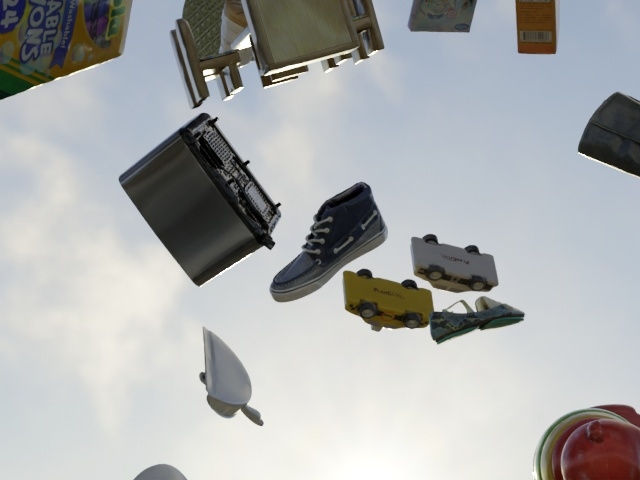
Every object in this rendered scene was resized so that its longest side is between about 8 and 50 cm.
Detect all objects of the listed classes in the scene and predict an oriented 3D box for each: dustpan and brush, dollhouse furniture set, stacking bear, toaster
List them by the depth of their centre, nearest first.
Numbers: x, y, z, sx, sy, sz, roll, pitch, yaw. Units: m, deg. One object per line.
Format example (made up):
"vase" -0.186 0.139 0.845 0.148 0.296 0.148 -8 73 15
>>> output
"dollhouse furniture set" -0.051 -0.257 1.552 0.212 0.161 0.242 -17 2 -12
"toaster" -0.134 -0.048 1.679 0.110 0.168 0.186 -36 7 11
"stacking bear" 0.363 0.293 1.877 0.164 0.175 0.289 -3 -11 5
"dustpan and brush" -0.146 0.254 2.414 0.060 0.147 0.211 -32 -48 24

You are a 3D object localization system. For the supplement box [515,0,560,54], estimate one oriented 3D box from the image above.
"supplement box" 0.393 -0.445 2.610 0.080 0.078 0.233 5 -38 12

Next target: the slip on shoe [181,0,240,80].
"slip on shoe" -0.135 -0.391 2.177 0.123 0.331 0.101 27 38 27

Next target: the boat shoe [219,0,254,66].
"boat shoe" -0.071 -0.299 2.025 0.098 0.096 0.277 31 26 16

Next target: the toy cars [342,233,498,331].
"toy cars" 0.187 0.094 2.819 0.393 0.176 0.087 -25 -26 -43

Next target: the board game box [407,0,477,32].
"board game box" 0.171 -0.329 1.975 0.090 0.020 0.090 -2 -56 -20

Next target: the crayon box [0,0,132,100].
"crayon box" -0.283 -0.276 1.512 0.083 0.203 0.323 23 28 18

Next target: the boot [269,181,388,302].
"boot" 0.000 0.000 1.915 0.069 0.190 0.086 26 -35 52

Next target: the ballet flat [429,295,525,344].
"ballet flat" 0.266 0.127 2.462 0.188 0.070 0.070 -11 -9 -31

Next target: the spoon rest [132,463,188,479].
"spoon rest" -0.177 0.372 1.502 0.084 0.276 0.137 -1 -3 28

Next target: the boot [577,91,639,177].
"boot" 0.423 -0.087 1.867 0.208 0.190 0.076 29 -19 27
